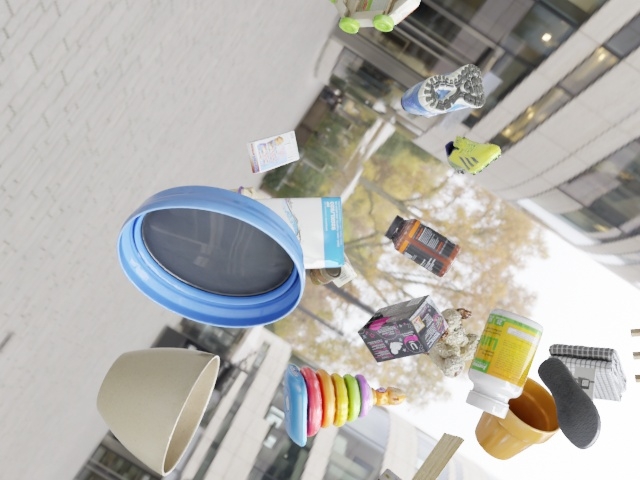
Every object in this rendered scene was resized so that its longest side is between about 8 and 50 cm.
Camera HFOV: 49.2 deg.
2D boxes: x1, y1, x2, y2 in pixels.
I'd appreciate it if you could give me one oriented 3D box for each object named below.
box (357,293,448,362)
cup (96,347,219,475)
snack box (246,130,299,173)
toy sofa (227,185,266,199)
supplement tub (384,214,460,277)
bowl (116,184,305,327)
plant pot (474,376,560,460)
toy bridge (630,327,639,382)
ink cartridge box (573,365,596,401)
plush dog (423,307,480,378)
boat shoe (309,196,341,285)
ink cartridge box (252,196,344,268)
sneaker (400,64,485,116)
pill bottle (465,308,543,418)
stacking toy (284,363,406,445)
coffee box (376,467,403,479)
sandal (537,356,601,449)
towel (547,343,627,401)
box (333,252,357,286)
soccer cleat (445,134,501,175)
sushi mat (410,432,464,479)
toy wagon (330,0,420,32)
[{"bbox_3d":[0.284,0.305,2.395,0.247,0.142,0.163,-22,-167,46],"label":"box"},{"bbox_3d":[-0.442,0.414,1.842,0.331,0.237,0.331,22,90,-84],"label":"cup"},{"bbox_3d":[-0.096,-0.187,1.459,0.178,0.022,0.064,-32,115,-61],"label":"snack box"},{"bbox_3d":[-0.301,-0.007,2.497,0.177,0.150,0.362,26,61,-63],"label":"toy sofa"},{"bbox_3d":[0.275,0.009,1.905,0.106,0.198,0.106,-57,176,-6],"label":"supplement tub"},{"bbox_3d":[-0.220,0.039,1.443,0.391,0.391,0.077,-54,-162,47],"label":"bowl"},{"bbox_3d":[0.532,0.505,1.942,0.188,0.205,0.205,-62,180,32],"label":"plant pot"},{"bbox_3d":[0.975,0.345,2.105,0.063,0.188,0.026,-7,-157,19],"label":"toy bridge"},{"bbox_3d":[0.770,0.459,2.051,0.150,0.063,0.109,-52,141,-52],"label":"ink cartridge box"},{"bbox_3d":[0.484,0.362,2.659,0.262,0.211,0.225,-28,128,-50],"label":"plush dog"},{"bbox_3d":[0.000,0.000,2.333,0.104,0.111,0.307,-29,-132,44],"label":"boat shoe"},{"bbox_3d":[-0.081,-0.014,1.665,0.171,0.233,0.168,175,-88,-74],"label":"ink cartridge box"},{"bbox_3d":[0.353,-0.428,2.015,0.330,0.129,0.147,-16,-171,-41],"label":"sneaker"},{"bbox_3d":[0.446,0.304,1.722,0.136,0.136,0.245,146,-33,-81],"label":"pill bottle"},{"bbox_3d":[0.066,0.386,1.705,0.175,0.302,0.165,-142,-128,-74],"label":"stacking toy"},{"bbox_3d":[0.158,0.814,2.091,0.246,0.098,0.141,-23,145,-59],"label":"coffee box"},{"bbox_3d":[0.613,0.392,1.699,0.097,0.054,0.254,-33,-144,20],"label":"sandal"},{"bbox_3d":[0.982,0.478,2.563,0.235,0.283,0.121,-1,-124,34],"label":"towel"},{"bbox_3d":[0.042,0.051,2.831,0.094,0.113,0.275,-33,-137,5],"label":"box"},{"bbox_3d":[0.454,-0.269,2.136,0.093,0.121,0.289,-35,-172,-7],"label":"soccer cleat"},{"bbox_3d":[0.352,0.764,2.293,0.316,0.019,0.151,-49,-177,-17],"label":"sushi mat"},{"bbox_3d":[0.135,-0.696,1.915,0.344,0.068,0.267,12,-102,42],"label":"toy wagon"}]
